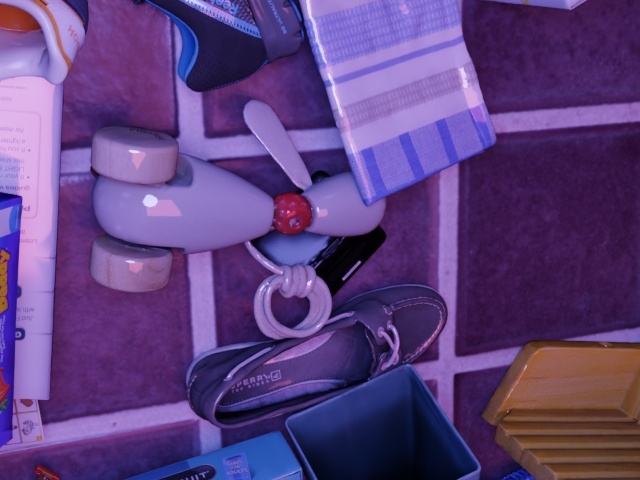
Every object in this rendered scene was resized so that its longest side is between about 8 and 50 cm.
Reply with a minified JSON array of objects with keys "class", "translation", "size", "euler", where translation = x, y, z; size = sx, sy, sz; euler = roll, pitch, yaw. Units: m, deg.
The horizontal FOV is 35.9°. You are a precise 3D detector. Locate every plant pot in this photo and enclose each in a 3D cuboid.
[{"class":"plant pot","translation":[0.081,0.305,1.168],"size":[0.165,0.166,0.234],"euler":[-23,136,-12]}]

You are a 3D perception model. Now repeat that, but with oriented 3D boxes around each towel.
[{"class":"towel","translation":[0.083,-0.202,1.056],"size":[0.209,0.034,0.285],"euler":[-24,103,-34]}]

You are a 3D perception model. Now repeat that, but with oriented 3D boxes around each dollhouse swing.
[{"class":"dollhouse swing","translation":[0.418,0.144,1.157],"size":[0.315,0.347,0.305],"euler":[4,104,-20]}]

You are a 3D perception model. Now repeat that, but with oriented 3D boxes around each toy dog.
[{"class":"toy dog","translation":[-0.111,-0.045,1.043],"size":[0.333,0.161,0.220],"euler":[21,104,-37]}]

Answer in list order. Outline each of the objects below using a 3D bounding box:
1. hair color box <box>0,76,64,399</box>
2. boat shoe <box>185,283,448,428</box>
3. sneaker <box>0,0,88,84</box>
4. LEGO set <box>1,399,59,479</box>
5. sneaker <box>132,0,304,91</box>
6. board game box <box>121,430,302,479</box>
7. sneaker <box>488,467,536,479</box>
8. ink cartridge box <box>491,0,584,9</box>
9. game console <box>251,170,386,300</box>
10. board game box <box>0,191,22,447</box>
[{"class":"hair color box","translation":[-0.347,-0.021,0.972],"size":[0.174,0.105,0.347],"euler":[2,104,-17]},{"class":"boat shoe","translation":[0.010,0.143,1.151],"size":[0.335,0.095,0.112],"euler":[-17,110,-14]},{"class":"sneaker","translation":[-0.353,-0.204,0.814],"size":[0.321,0.127,0.126],"euler":[4,148,-18]},{"class":"LEGO set","translation":[-0.382,0.267,1.090],"size":[0.182,0.060,0.244],"euler":[-7,107,-5]},{"class":"sneaker","translation":[-0.146,-0.304,0.955],"size":[0.139,0.125,0.341],"euler":[-31,111,-4]},{"class":"board game box","translation":[-0.180,0.383,1.131],"size":[0.336,0.079,0.254],"euler":[-14,121,-18]},{"class":"sneaker","translation":[0.275,0.310,1.311],"size":[0.152,0.058,0.085],"euler":[6,109,-25]},{"class":"ink cartridge box","translation":[0.208,-0.332,1.021],"size":[0.093,0.212,0.154],"euler":[-37,114,-6]},{"class":"game console","translation":[0.000,0.000,1.153],"size":[0.122,0.071,0.107],"euler":[-46,144,-1]},{"class":"board game box","translation":[-0.444,0.051,0.880],"size":[0.347,0.078,0.233],"euler":[9,104,12]}]
